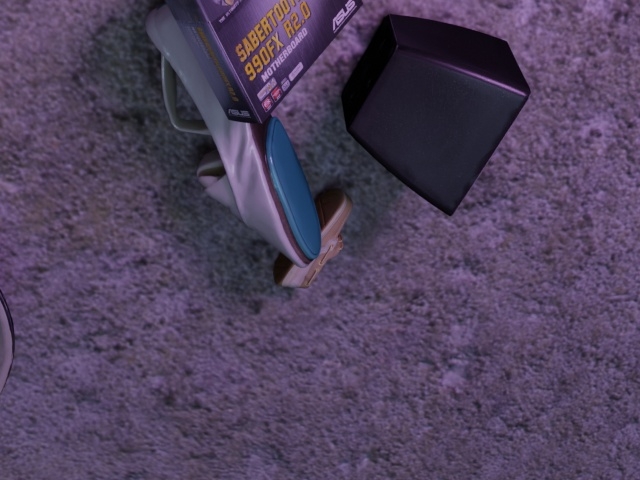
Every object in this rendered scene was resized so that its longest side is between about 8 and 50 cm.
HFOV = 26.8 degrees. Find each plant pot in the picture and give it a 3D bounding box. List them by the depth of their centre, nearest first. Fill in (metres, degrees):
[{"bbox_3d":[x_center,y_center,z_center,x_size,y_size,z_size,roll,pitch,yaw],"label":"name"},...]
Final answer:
[{"bbox_3d":[0.129,-0.177,1.669,0.167,0.188,0.187,25,114,-14],"label":"plant pot"}]

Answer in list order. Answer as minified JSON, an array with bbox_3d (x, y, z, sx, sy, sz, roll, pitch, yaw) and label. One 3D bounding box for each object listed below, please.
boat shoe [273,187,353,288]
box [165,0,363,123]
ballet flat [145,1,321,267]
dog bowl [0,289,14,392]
[{"bbox_3d":[0.000,0.000,1.818,0.059,0.063,0.170,19,126,-29],"label":"boat shoe"},{"bbox_3d":[-0.059,-0.276,1.532,0.231,0.056,0.183,-52,134,-31],"label":"box"},{"bbox_3d":[-0.110,-0.134,1.667,0.139,0.139,0.400,-21,122,-2],"label":"ballet flat"},{"bbox_3d":[-0.589,0.092,1.655,0.408,0.150,0.408,-8,125,-11],"label":"dog bowl"}]
